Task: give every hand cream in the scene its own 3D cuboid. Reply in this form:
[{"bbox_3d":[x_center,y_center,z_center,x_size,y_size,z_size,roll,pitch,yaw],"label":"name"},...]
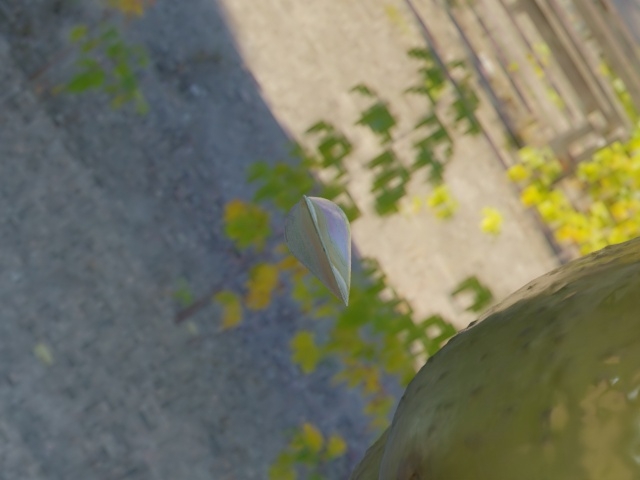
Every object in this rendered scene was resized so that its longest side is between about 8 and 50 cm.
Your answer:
[{"bbox_3d":[0.000,0.000,1.217,0.174,0.047,0.076,-112,180,-85],"label":"hand cream"}]

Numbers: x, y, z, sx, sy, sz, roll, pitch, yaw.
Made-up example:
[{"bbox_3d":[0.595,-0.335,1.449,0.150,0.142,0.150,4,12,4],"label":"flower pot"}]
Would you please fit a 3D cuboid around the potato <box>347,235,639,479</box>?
[{"bbox_3d":[0.116,0.093,0.508,0.202,0.351,0.218,46,37,10],"label":"potato"}]
